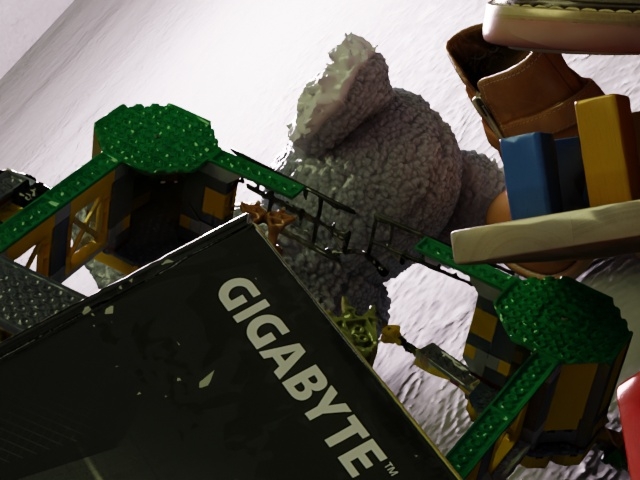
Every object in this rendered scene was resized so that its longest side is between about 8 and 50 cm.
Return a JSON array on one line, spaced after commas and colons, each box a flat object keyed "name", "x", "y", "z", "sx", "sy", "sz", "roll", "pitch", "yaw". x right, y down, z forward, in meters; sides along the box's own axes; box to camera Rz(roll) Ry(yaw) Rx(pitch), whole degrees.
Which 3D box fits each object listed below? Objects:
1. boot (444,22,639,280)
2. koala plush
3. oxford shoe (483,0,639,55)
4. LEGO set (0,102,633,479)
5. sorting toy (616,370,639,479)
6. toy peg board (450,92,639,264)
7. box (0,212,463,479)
[{"name": "boot", "x": 0.113, "y": -0.050, "z": 0.910, "sx": 0.073, "sy": 0.152, "sz": 0.197, "roll": -54, "pitch": 22, "yaw": -18}, {"name": "koala plush", "x": 0.000, "y": 0.000, "z": 1.018, "sx": 0.221, "sy": 0.196, "sz": 0.203, "roll": -44, "pitch": 32, "yaw": 5}, {"name": "oxford shoe", "x": 0.188, "y": -0.190, "z": 0.831, "sx": 0.140, "sy": 0.147, "sz": 0.397, "roll": 8, "pitch": 27, "yaw": 30}, {"name": "LEGO set", "x": -0.036, "y": 0.100, "z": 0.800, "sx": 0.255, "sy": 0.331, "sz": 0.192, "roll": -54, "pitch": -20, "yaw": -52}, {"name": "sorting toy", "x": 0.218, "y": 0.074, "z": 0.568, "sx": 0.255, "sy": 0.089, "sz": 0.257, "roll": -37, "pitch": 22, "yaw": 23}, {"name": "toy peg board", "x": 0.155, "y": -0.040, "z": 0.736, "sx": 0.160, "sy": 0.079, "sz": 0.161, "roll": -9, "pitch": -5, "yaw": 28}, {"name": "box", "x": -0.049, "y": 0.164, "z": 0.534, "sx": 0.257, "sy": 0.079, "sz": 0.322, "roll": -29, "pitch": 50, "yaw": -12}]
